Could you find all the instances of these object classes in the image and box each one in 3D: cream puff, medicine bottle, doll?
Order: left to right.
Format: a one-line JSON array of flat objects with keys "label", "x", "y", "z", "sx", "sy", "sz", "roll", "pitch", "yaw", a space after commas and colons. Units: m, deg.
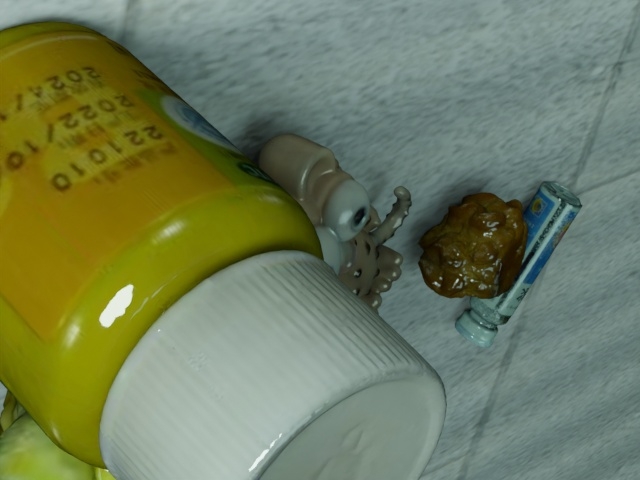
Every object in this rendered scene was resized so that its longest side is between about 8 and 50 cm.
[{"label": "medicine bottle", "x": -0.110, "y": 0.038, "z": 1.117, "sx": 0.224, "sy": 0.384, "sz": 0.224, "roll": -30, "pitch": 144, "yaw": -25}, {"label": "doll", "x": -0.001, "y": 0.002, "z": 1.476, "sx": 0.278, "sy": 0.119, "sz": 0.154, "roll": 20, "pitch": 95, "yaw": -63}, {"label": "cream puff", "x": 0.151, "y": 0.008, "z": 1.692, "sx": 0.122, "sy": 0.094, "sz": 0.116, "roll": -65, "pitch": 156, "yaw": -16}, {"label": "medicine bottle", "x": 0.211, "y": 0.027, "z": 1.818, "sx": 0.051, "sy": 0.051, "sz": 0.191, "roll": 4, "pitch": 123, "yaw": -52}]

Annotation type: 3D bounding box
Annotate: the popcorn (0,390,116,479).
[{"label": "popcorn", "x": -0.125, "y": 0.174, "z": 1.351, "sx": 0.274, "sy": 0.279, "sz": 0.335, "roll": 11, "pitch": 136, "yaw": -11}]
